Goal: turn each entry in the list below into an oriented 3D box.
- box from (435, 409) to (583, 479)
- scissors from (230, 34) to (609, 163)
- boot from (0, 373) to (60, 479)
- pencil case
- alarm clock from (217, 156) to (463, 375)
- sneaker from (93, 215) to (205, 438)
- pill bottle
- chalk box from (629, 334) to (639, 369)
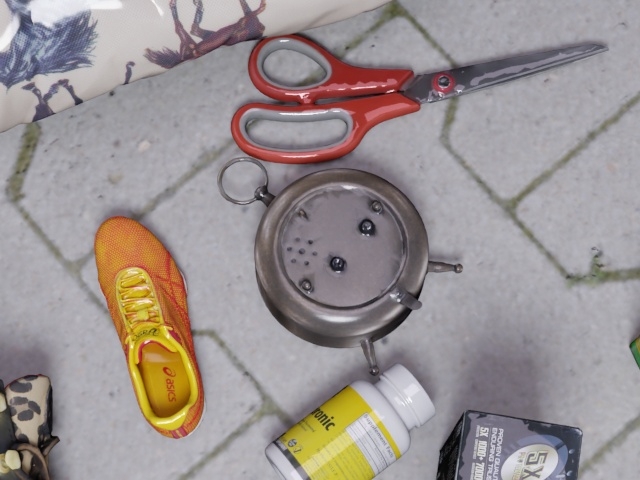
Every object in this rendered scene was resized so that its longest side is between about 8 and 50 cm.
[{"bbox_3d":[0.114,0.202,0.958,0.077,0.180,0.147,9,73,2],"label":"box"},{"bbox_3d":[0.079,-0.109,1.137,0.297,0.021,0.109,2,71,-1],"label":"scissors"},{"bbox_3d":[-0.173,0.228,0.977,0.377,0.138,0.284,-15,73,-3],"label":"boot"},{"bbox_3d":[-0.095,-0.212,1.094,0.410,0.183,0.160,-18,103,-5],"label":"pencil case"},{"bbox_3d":[0.000,0.000,1.082,0.192,0.064,0.129,37,77,13],"label":"alarm clock"},{"bbox_3d":[-0.122,0.057,1.059,0.064,0.067,0.175,-21,73,-5],"label":"sneaker"},{"bbox_3d":[0.023,0.141,1.036,0.116,0.065,0.065,-36,77,-11],"label":"pill bottle"},{"bbox_3d":[0.327,0.132,1.006,0.132,0.132,0.213,-21,74,-7],"label":"chalk box"}]
